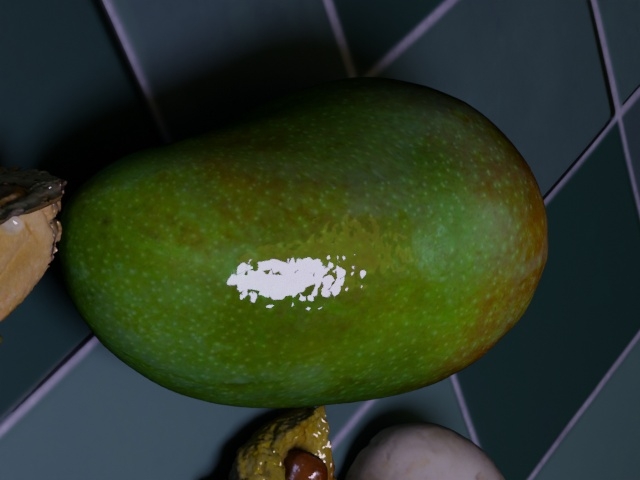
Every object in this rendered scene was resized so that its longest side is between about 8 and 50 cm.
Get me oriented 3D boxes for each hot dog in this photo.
[{"bbox_3d":[-0.044,0.243,1.049,0.123,0.093,0.261,32,77,-48],"label":"hot dog"}]

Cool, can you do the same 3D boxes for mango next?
[{"bbox_3d":[0.000,0.000,0.954,0.382,0.201,0.225,0,124,-38],"label":"mango"}]

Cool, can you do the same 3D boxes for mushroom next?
[{"bbox_3d":[0.082,0.228,1.172,0.154,0.122,0.154,7,66,-16],"label":"mushroom"}]

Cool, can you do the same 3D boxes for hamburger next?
[{"bbox_3d":[-0.221,0.026,0.796,0.176,0.087,0.102,-32,135,-47],"label":"hamburger"}]
